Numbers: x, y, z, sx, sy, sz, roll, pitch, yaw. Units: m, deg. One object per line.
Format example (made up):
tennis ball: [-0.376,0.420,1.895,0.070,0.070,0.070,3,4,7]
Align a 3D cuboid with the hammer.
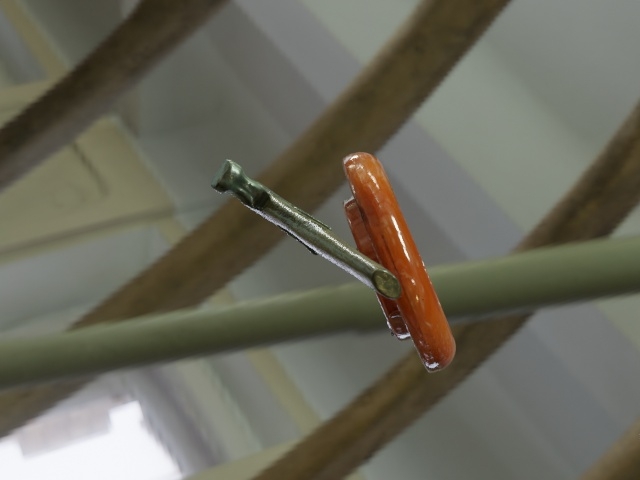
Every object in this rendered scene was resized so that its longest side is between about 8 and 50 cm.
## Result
hammer: [0.000,0.000,0.703,0.017,0.062,0.182,-56,-156,0]

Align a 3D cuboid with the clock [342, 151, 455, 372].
clock: [0.064,0.020,1.334,0.205,0.051,0.205,-21,90,-87]
